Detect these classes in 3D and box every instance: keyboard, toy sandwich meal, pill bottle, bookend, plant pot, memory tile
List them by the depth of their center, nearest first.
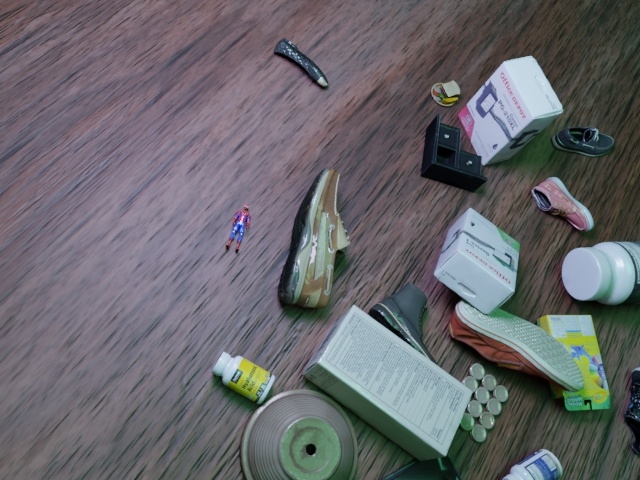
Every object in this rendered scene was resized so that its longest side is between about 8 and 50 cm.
[{"bbox_3d":[-0.030,0.402,1.047,0.237,0.110,0.237,6,67,-15],"label":"plant pot"},{"bbox_3d":[0.168,0.571,1.080,0.317,0.033,0.201,-21,69,-22],"label":"keyboard"},{"bbox_3d":[-0.155,0.271,1.087,0.116,0.065,0.065,30,64,-2],"label":"pill bottle"},{"bbox_3d":[0.452,0.504,1.169,0.120,0.067,0.067,-19,75,-22],"label":"pill bottle"},{"bbox_3d":[0.354,0.363,1.224,0.113,0.012,0.148,42,63,-1],"label":"memory tile"},{"bbox_3d":[0.772,0.082,1.381,0.279,0.162,0.162,-1,69,-16],"label":"pill bottle"},{"bbox_3d":[0.355,-0.228,1.433,0.157,0.072,0.156,17,65,-10],"label":"bookend"},{"bbox_3d":[0.353,-0.415,1.530,0.086,0.029,0.085,6,67,-14],"label":"toy sandwich meal"}]

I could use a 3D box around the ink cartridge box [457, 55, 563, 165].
[{"bbox_3d":[0.485,-0.332,1.420,0.100,0.237,0.172,-16,74,-21],"label":"ink cartridge box"}]

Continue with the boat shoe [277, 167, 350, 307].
[{"bbox_3d":[0.000,0.000,1.221,0.120,0.122,0.324,19,73,-14],"label":"boat shoe"}]

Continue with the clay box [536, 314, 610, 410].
[{"bbox_3d":[0.606,0.292,1.307,0.128,0.053,0.222,2,70,-13],"label":"clay box"}]

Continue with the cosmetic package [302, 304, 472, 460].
[{"bbox_3d":[0.138,0.295,1.129,0.309,0.113,0.160,38,57,0],"label":"cosmetic package"}]

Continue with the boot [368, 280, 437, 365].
[{"bbox_3d":[0.222,0.193,1.228,0.137,0.077,0.198,-34,82,-30],"label":"boot"}]

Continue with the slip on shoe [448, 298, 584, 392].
[{"bbox_3d":[0.443,0.247,1.244,0.331,0.101,0.123,28,36,2],"label":"slip on shoe"}]

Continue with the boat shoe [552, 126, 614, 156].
[{"bbox_3d":[0.780,-0.293,1.586,0.206,0.065,0.075,1,68,-16],"label":"boat shoe"}]

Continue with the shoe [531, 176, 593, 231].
[{"bbox_3d":[0.648,-0.086,1.469,0.081,0.063,0.178,-26,73,-22],"label":"shoe"}]

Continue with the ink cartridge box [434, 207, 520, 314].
[{"bbox_3d":[0.370,0.044,1.270,0.160,0.092,0.219,36,36,-1],"label":"ink cartridge box"}]

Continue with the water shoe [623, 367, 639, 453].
[{"bbox_3d":[0.768,0.404,1.299,0.080,0.073,0.203,4,67,-12],"label":"water shoe"}]

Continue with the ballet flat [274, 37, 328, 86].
[{"bbox_3d":[-0.047,-0.461,1.431,0.173,0.057,0.049,43,104,5],"label":"ballet flat"}]

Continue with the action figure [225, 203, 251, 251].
[{"bbox_3d":[-0.180,-0.032,1.223,0.038,0.030,0.115,16,63,-4],"label":"action figure"}]
